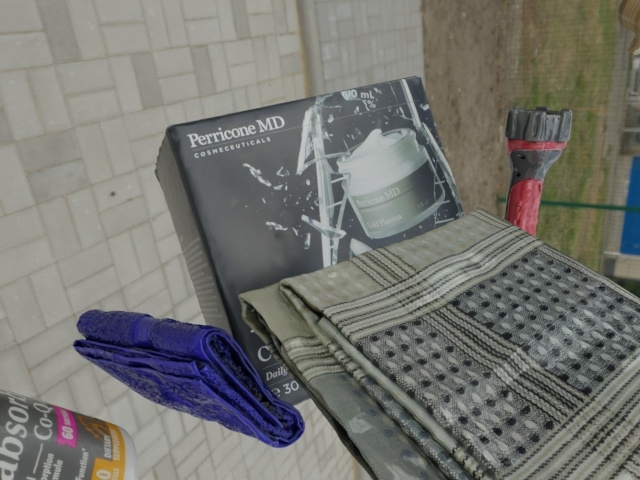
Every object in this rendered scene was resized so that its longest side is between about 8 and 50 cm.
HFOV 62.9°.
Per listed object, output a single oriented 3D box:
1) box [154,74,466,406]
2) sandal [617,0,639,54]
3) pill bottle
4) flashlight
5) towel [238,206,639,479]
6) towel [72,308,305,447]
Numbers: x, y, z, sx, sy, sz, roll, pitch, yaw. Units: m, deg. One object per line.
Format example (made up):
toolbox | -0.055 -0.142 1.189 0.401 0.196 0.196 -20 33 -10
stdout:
box | 0.000 0.000 0.991 0.481 0.297 0.470 -18 88 -22
sandal | 0.328 -0.188 0.457 0.240 0.079 0.088 -17 146 -50
pill bottle | -0.317 0.205 0.446 0.278 0.162 0.162 36 65 -37
flashlight | 0.346 -0.066 0.873 0.103 0.103 0.303 -13 113 -37
towel | 0.144 0.082 0.408 0.325 0.312 0.056 -19 134 -32
towel | -0.194 0.192 0.721 0.076 0.309 0.227 -56 129 -33
